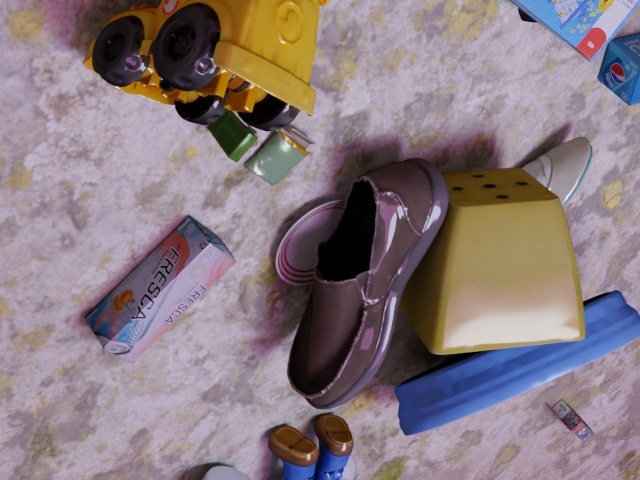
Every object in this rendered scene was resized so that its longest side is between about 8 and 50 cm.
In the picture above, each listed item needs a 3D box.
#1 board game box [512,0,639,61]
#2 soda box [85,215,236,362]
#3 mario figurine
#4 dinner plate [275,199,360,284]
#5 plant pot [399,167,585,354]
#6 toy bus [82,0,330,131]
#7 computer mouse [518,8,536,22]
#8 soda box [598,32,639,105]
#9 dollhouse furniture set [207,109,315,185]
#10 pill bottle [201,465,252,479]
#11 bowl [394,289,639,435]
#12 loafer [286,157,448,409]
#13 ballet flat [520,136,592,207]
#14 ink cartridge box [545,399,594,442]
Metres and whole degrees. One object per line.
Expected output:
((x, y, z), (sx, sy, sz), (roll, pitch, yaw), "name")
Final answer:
((0.115, -0.326, 1.173), (0.302, 0.308, 0.086), (22, 111, -50), "board game box")
((-0.191, 0.059, 1.505), (0.183, 0.058, 0.063), (-45, 142, 5), "soda box")
((-0.050, 0.414, 1.963), (0.198, 0.170, 0.320), (10, 116, -2), "mario figurine")
((0.000, 0.000, 1.640), (0.141, 0.017, 0.141), (-22, 139, -21), "dinner plate")
((0.221, 0.014, 1.665), (0.212, 0.212, 0.187), (-4, 111, -12), "plant pot")
((-0.102, -0.228, 1.219), (0.149, 0.220, 0.211), (21, 80, -48), "toy bus")
((0.319, -0.359, 1.459), (0.188, 0.072, 0.272), (-43, 162, -52), "computer mouse")
((0.495, -0.255, 1.756), (0.210, 0.071, 0.067), (-18, 138, -26), "soda box")
((-0.059, -0.102, 1.454), (0.076, 0.058, 0.152), (-48, 142, 10), "dollhouse furniture set")
((-0.175, 0.441, 1.851), (0.119, 0.119, 0.208), (11, 120, -46), "pill bottle")
((0.287, 0.177, 1.861), (0.391, 0.077, 0.391), (-23, 173, -3), "bowl")
((0.029, 0.052, 1.615), (0.130, 0.134, 0.366), (6, 114, -39), "loafer")
((0.293, -0.051, 1.793), (0.086, 0.086, 0.248), (4, 125, -42), "ballet flat")
((0.461, 0.328, 2.318), (0.029, 0.063, 0.115), (-43, 143, 5), "ink cartridge box")
